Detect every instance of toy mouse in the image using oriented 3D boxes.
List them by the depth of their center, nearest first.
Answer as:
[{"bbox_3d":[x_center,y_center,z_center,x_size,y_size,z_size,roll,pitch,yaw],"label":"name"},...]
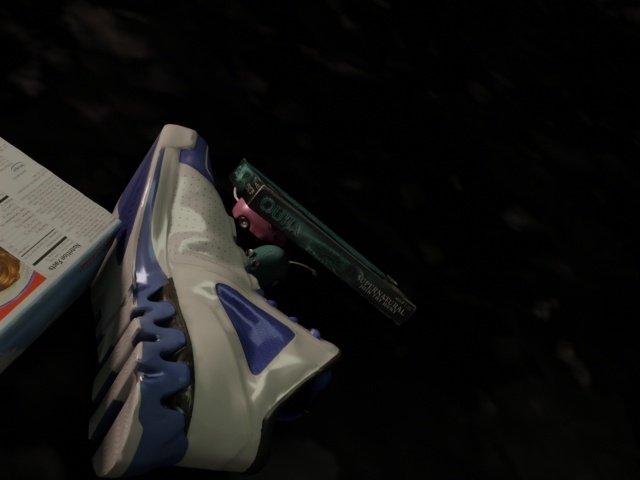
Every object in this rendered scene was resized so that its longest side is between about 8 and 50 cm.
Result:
[{"bbox_3d":[-0.061,-0.004,1.114,0.143,0.031,0.161,26,36,-9],"label":"toy mouse"}]

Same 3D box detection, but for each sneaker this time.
[{"bbox_3d":[-0.085,0.069,0.946,0.182,0.127,0.316,18,44,-25],"label":"sneaker"}]

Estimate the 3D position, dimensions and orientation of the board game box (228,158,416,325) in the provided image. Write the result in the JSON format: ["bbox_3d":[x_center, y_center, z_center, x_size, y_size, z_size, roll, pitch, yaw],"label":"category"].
[{"bbox_3d":[0.000,0.000,1.074,0.186,0.026,0.126,38,4,-19],"label":"board game box"}]

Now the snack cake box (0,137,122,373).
[{"bbox_3d":[-0.283,0.032,0.854,0.152,0.089,0.264,35,35,1],"label":"snack cake box"}]
